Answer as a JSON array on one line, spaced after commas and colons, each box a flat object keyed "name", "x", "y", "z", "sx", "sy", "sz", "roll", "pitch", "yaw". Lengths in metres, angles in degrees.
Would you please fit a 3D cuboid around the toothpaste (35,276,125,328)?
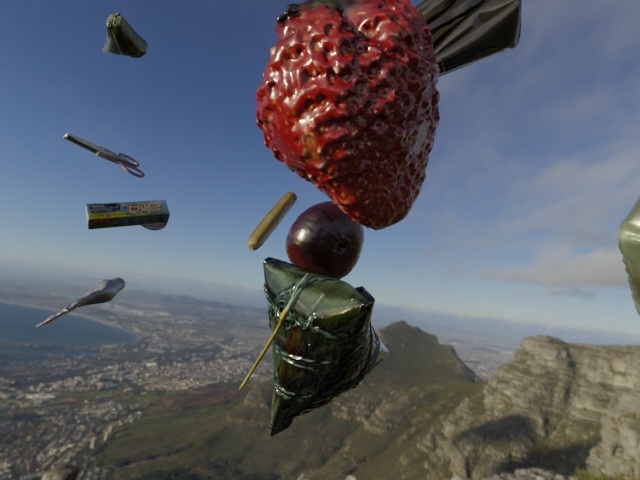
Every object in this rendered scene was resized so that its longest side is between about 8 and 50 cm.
[{"name": "toothpaste", "x": -0.638, "y": 0.160, "z": 1.118, "sx": 0.069, "sy": 0.099, "sz": 0.282, "roll": 31, "pitch": 14, "yaw": -2}]

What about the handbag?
[{"name": "handbag", "x": 0.245, "y": -0.440, "z": 0.867, "sx": 0.257, "sy": 0.285, "sz": 0.113, "roll": -30, "pitch": -50, "yaw": 4}]

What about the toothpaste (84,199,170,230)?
[{"name": "toothpaste", "x": -0.494, "y": -0.061, "z": 1.045, "sx": 0.194, "sy": 0.070, "sz": 0.044, "roll": -8, "pitch": -30, "yaw": -35}]

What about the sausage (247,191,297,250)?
[{"name": "sausage", "x": -0.071, "y": -0.031, "z": 0.593, "sx": 0.024, "sy": 0.132, "sz": 0.024, "roll": 15, "pitch": -48, "yaw": 17}]

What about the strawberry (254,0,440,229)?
[{"name": "strawberry", "x": 0.054, "y": -0.173, "z": 0.529, "sx": 0.258, "sy": 0.261, "sz": 0.261, "roll": 42, "pitch": 1, "yaw": 16}]

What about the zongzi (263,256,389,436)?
[{"name": "zongzi", "x": 0.048, "y": 0.221, "z": 0.923, "sx": 0.362, "sy": 0.383, "sz": 0.319, "roll": -12, "pitch": 25, "yaw": -38}]

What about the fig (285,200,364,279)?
[{"name": "fig", "x": 0.009, "y": 0.000, "z": 1.157, "sx": 0.235, "sy": 0.235, "sz": 0.214, "roll": 13, "pitch": 30, "yaw": -36}]

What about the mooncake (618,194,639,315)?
[{"name": "mooncake", "x": 0.542, "y": 0.034, "z": 0.507, "sx": 0.250, "sy": 0.136, "sz": 0.254, "roll": 15, "pitch": -26, "yaw": 53}]

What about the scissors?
[{"name": "scissors", "x": -0.473, "y": -0.190, "z": 0.891, "sx": 0.176, "sy": 0.022, "sz": 0.085, "roll": 26, "pitch": 21, "yaw": -54}]

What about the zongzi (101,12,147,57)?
[{"name": "zongzi", "x": -0.439, "y": -0.428, "z": 0.845, "sx": 0.114, "sy": 0.052, "sz": 0.104, "roll": 7, "pitch": -12, "yaw": 9}]

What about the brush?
[{"name": "brush", "x": -0.072, "y": 0.143, "z": 0.601, "sx": 0.011, "sy": 0.205, "sz": 0.083, "roll": 31, "pitch": 10, "yaw": 3}]
